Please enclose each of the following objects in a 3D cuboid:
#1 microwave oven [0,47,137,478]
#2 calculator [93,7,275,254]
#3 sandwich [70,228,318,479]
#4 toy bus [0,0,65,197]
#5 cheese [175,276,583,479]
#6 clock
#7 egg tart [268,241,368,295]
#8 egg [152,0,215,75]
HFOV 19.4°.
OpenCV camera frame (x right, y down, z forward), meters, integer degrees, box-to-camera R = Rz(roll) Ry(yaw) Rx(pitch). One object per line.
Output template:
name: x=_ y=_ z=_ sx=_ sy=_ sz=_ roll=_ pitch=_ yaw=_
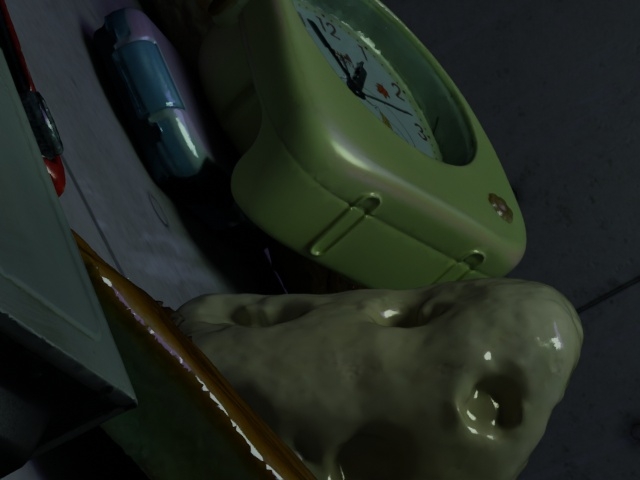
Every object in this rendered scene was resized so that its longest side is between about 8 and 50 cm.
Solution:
microwave oven: x=-0.158 y=-0.015 z=0.472 sx=0.163 sy=0.129 sz=0.205 roll=67 pitch=8 yaw=26
calculator: x=-0.107 y=-0.085 z=1.569 sx=0.173 sy=0.051 sz=0.293 roll=63 pitch=6 yaw=20
sandwich: x=-0.045 y=0.105 z=0.882 sx=0.212 sy=0.063 sz=0.245 roll=44 pitch=-3 yaw=28
toy bus: x=-0.169 y=-0.067 z=0.868 sx=0.089 sy=0.081 sz=0.195 roll=69 pitch=-3 yaw=-53
cheese: x=0.051 y=0.142 z=1.143 sx=0.173 sy=0.251 sz=0.248 roll=-97 pitch=173 yaw=-72
clock: x=0.019 y=-0.112 z=1.600 sx=0.286 sy=0.117 sz=0.348 roll=27 pitch=30 yaw=-40
egg tart: x=0.002 y=0.000 z=1.714 sx=0.212 sy=0.090 sz=0.213 roll=166 pitch=-90 yaw=-78
egg: x=-0.075 y=-0.258 z=1.909 sx=0.245 sy=0.203 sz=0.203 roll=66 pitch=8 yaw=30
